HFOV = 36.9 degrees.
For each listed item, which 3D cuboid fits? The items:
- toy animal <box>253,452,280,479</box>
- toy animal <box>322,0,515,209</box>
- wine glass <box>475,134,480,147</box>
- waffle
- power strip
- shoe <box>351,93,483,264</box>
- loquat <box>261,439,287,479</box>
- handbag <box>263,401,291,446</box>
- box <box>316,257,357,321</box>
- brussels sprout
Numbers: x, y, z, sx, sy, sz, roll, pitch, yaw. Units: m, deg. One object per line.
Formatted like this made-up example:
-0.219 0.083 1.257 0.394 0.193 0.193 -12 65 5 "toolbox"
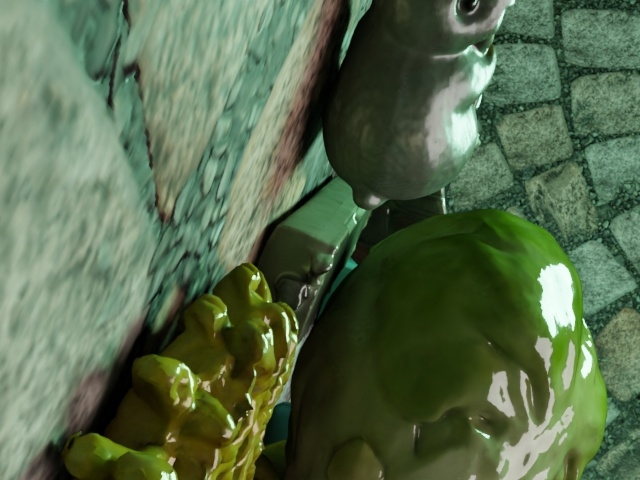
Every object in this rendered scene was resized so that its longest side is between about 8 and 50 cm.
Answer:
-0.069 0.200 0.737 0.083 0.070 0.159 83 24 -72 "toy animal"
0.067 -0.131 0.610 0.236 0.108 0.138 103 11 -48 "toy animal"
0.166 -0.077 1.484 0.156 0.156 0.232 94 12 -68 "wine glass"
-0.073 0.139 0.487 0.293 0.069 0.259 -42 153 -79 "waffle"
0.003 0.001 0.754 0.286 0.048 0.080 -49 163 -72 "power strip"
0.089 -0.097 0.934 0.137 0.114 0.291 -69 173 -61 "shoe"
-0.009 0.271 0.891 0.149 0.204 0.172 -46 -153 30 "loquat"
0.010 0.278 1.037 0.057 0.221 0.144 30 87 -47 "handbag"
0.109 0.116 1.194 0.041 0.229 0.162 -61 169 -52 "box"
0.102 0.132 0.779 0.316 0.243 0.274 -62 160 -8 "brussels sprout"
